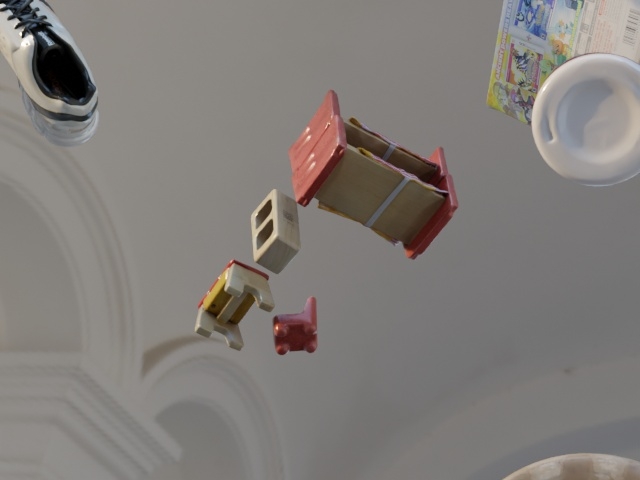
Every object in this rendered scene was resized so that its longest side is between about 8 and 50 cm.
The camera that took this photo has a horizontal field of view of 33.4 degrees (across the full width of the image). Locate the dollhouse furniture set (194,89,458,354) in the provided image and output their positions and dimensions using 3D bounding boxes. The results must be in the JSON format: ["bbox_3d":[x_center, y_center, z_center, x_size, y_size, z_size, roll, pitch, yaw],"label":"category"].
[{"bbox_3d":[0.000,0.000,1.521,0.201,0.152,0.374,27,-62,-22],"label":"dollhouse furniture set"}]

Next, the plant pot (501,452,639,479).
[{"bbox_3d":[0.185,0.296,0.747,0.323,0.323,0.280,4,-35,14],"label":"plant pot"}]

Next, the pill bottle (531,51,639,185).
[{"bbox_3d":[0.243,-0.111,0.942,0.108,0.108,0.193,2,10,13],"label":"pill bottle"}]

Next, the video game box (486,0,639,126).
[{"bbox_3d":[0.275,-0.208,1.155,0.187,0.048,0.205,33,-48,36],"label":"video game box"}]

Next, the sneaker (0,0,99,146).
[{"bbox_3d":[-0.133,-0.097,0.488,0.109,0.040,0.044,55,-24,-1],"label":"sneaker"}]
